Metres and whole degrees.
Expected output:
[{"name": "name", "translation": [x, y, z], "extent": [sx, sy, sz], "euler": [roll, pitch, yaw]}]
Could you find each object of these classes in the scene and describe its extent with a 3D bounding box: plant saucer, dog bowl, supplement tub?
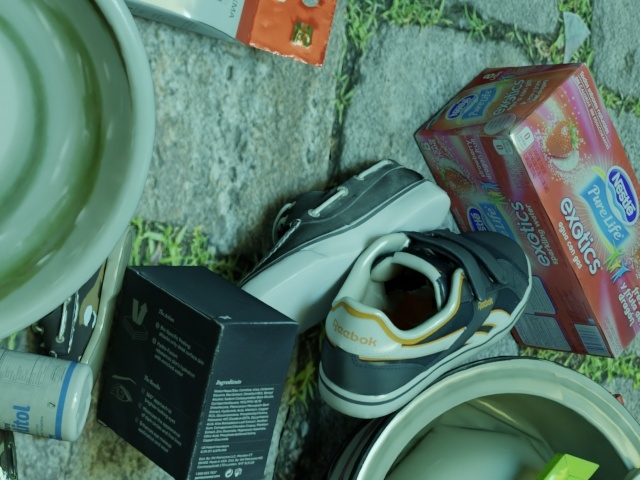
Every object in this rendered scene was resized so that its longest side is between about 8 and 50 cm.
[{"name": "plant saucer", "translation": [-0.336, -0.100, 1.381], "extent": [0.400, 0.100, 0.400], "euler": [-7, 114, -15]}, {"name": "dog bowl", "translation": [0.165, 0.324, 1.796], "extent": [0.408, 0.150, 0.408], "euler": [3, 84, -27]}, {"name": "supplement tub", "translation": [-0.257, 0.132, 1.503], "extent": [0.107, 0.071, 0.071], "euler": [9, 86, 3]}]

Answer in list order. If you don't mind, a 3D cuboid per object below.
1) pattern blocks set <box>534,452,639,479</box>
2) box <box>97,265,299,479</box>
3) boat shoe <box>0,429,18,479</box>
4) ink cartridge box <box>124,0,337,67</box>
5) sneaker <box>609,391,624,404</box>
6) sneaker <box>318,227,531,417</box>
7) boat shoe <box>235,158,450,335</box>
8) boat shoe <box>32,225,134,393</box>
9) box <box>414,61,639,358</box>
[{"name": "pattern blocks set", "translation": [0.319, 0.334, 1.774], "extent": [0.285, 0.026, 0.325], "euler": [43, 70, -17]}, {"name": "box", "translation": [-0.114, 0.121, 1.575], "extent": [0.093, 0.156, 0.158], "euler": [1, 109, -40]}, {"name": "boat shoe", "translation": [-0.280, 0.236, 1.532], "extent": [0.049, 0.056, 0.152], "euler": [-13, 101, -33]}, {"name": "ink cartridge box", "translation": [-0.079, -0.284, 1.615], "extent": [0.232, 0.066, 0.189], "euler": [14, 83, -13]}, {"name": "sneaker", "translation": [0.360, 0.251, 1.993], "extent": [0.270, 0.090, 0.145], "euler": [8, 84, -13]}, {"name": "sneaker", "translation": [0.119, 0.048, 1.721], "extent": [0.321, 0.126, 0.127], "euler": [-38, 143, -46]}, {"name": "boat shoe", "translation": [0.000, 0.000, 1.722], "extent": [0.301, 0.102, 0.108], "euler": [-33, 153, -36]}, {"name": "boat shoe", "translation": [-0.227, 0.078, 1.578], "extent": [0.065, 0.075, 0.206], "euler": [16, 87, 4]}, {"name": "box", "translation": [0.252, -0.032, 1.893], "extent": [0.142, 0.154, 0.300], "euler": [-43, 117, -30]}]
